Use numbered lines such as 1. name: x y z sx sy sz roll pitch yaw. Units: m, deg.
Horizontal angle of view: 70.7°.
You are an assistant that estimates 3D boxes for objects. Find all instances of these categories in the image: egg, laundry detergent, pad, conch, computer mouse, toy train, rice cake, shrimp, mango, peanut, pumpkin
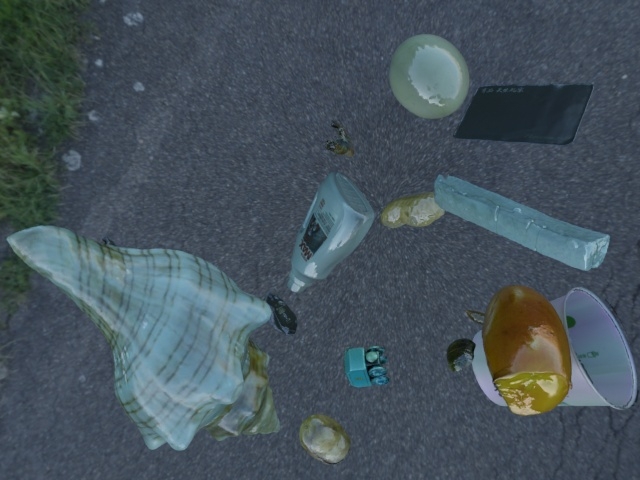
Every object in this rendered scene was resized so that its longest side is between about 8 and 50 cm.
1. egg: 0.321 -0.484 1.339 0.219 0.219 0.269 -25 64 9
2. laundry detergent: 0.000 0.000 1.455 0.125 0.264 0.397 10 126 -33
3. pad: 0.273 -0.176 0.618 0.157 0.003 0.112 14 64 38
4. conch: -0.147 0.125 0.497 0.203 0.386 0.169 -41 46 -9
5. computer mouse: -0.161 0.294 1.765 0.062 0.106 0.192 -43 75 32
6. toy train: 0.173 0.479 1.707 0.163 0.203 0.112 -9 49 8
7. rice cake: 0.240 -0.031 0.583 0.042 0.245 0.045 -24 125 -24
8. shrimp: 0.066 -0.431 1.889 0.058 0.296 0.169 -27 85 26
9. mango: 0.371 0.175 0.834 0.138 0.257 0.187 -6 130 18
10. peanut: 0.216 -0.067 1.077 0.174 0.080 0.080 -11 93 43
11. pumpkin: 0.236 0.188 0.767 0.050 0.083 0.028 -29 100 22

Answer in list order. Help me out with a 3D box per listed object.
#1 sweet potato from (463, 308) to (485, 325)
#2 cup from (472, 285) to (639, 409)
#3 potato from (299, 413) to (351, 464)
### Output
1. sweet potato: 0.613 0.287 1.519 0.274 0.067 0.067 16 97 34
2. cup: 0.508 0.263 1.014 0.274 0.253 0.253 -35 89 46
3. potato: 0.012 0.516 1.172 0.107 0.080 0.170 -51 123 -11
